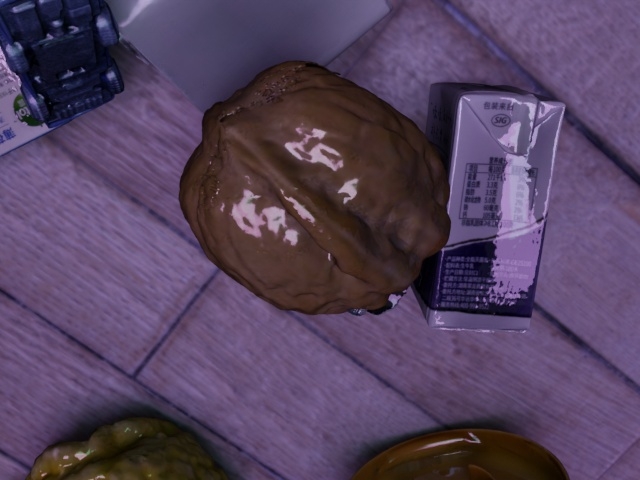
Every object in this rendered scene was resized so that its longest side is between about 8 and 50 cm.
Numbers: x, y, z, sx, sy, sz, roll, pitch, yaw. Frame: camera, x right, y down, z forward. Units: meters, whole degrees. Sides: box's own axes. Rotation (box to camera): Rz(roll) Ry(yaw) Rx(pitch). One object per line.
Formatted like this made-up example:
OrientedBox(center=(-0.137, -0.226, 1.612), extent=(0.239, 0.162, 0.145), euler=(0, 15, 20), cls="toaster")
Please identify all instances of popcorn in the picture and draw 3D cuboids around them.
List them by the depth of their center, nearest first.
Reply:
OrientedBox(center=(-0.215, 0.301, 0.781), extent=(0.286, 0.174, 0.225), euler=(15, 91, 3), cls="popcorn")

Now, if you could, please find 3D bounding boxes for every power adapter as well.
OrientedBox(center=(-0.044, -0.236, 0.620), extent=(0.255, 0.124, 0.187), euler=(-39, 132, 9), cls="power adapter")

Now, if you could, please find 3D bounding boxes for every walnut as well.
OrientedBox(center=(-0.001, -0.036, 0.594), extent=(0.198, 0.198, 0.245), euler=(-46, 136, 11), cls="walnut")

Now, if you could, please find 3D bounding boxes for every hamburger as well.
OrientedBox(center=(0.150, 0.351, 0.757), extent=(0.274, 0.274, 0.212), euler=(-12, 105, 1), cls="hamburger")

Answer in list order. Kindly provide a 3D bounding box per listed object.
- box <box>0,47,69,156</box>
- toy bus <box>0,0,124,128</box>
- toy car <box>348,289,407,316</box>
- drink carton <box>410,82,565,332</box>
OrientedBox(center=(-0.344, -0.138, 0.682), extent=(0.194, 0.073, 0.139), euler=(-25, 107, 5), cls="box")
OrientedBox(center=(-0.201, -0.160, 0.542), extent=(0.079, 0.236, 0.094), euler=(-23, 89, -16), cls="toy bus")
OrientedBox(center=(0.000, 0.000, 0.742), extent=(0.205, 0.056, 0.095), euler=(27, 107, 11), cls="toy car")
OrientedBox(center=(0.152, -0.038, 0.706), extent=(0.101, 0.134, 0.222), euler=(3, 107, -1), cls="drink carton")
